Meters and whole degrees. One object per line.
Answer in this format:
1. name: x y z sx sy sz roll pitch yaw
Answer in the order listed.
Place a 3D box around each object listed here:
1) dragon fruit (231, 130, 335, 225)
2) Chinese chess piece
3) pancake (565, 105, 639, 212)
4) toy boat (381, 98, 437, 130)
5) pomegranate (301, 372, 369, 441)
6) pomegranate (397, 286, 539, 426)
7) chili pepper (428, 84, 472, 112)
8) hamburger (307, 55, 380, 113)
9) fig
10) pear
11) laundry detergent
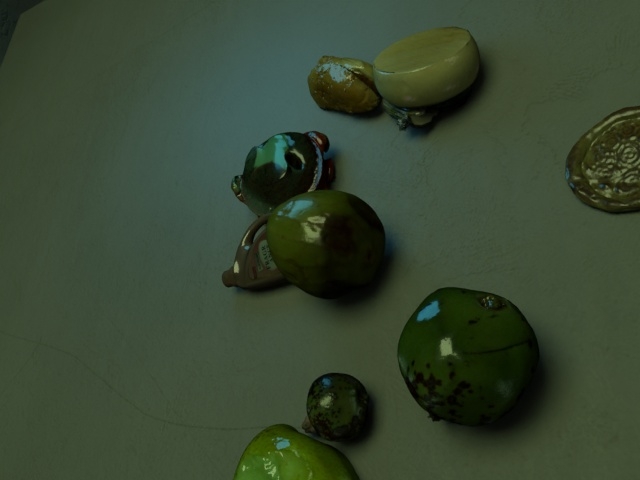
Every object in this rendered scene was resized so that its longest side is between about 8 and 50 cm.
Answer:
1. dragon fruit: -0.088 -0.161 2.058 0.268 0.130 0.295 -32 45 23
2. Chinese chess piece: 0.246 -0.404 1.930 0.251 0.097 0.251 -16 32 10
3. pancake: 0.595 -0.161 1.585 0.250 0.031 0.250 -21 49 26
4. toy boat: 0.196 -0.313 1.981 0.084 0.066 0.210 -13 27 -20
5. pomegranate: 0.031 0.335 1.627 0.125 0.163 0.138 0 53 -10
6. pomegranate: 0.249 0.211 1.452 0.270 0.254 0.254 -62 38 23
7. chili pepper: 0.306 -0.330 1.931 0.118 0.035 0.055 -33 60 20
8. hamburger: 0.054 -0.401 2.110 0.262 0.131 0.124 21 74 50
9. fig: 0.000 0.000 1.783 0.271 0.239 0.239 23 76 38
10. pear: -0.062 0.466 1.564 0.292 0.159 0.292 -22 46 25
11. laundry detergent: -0.134 0.027 1.965 0.237 0.076 0.171 -16 74 31
